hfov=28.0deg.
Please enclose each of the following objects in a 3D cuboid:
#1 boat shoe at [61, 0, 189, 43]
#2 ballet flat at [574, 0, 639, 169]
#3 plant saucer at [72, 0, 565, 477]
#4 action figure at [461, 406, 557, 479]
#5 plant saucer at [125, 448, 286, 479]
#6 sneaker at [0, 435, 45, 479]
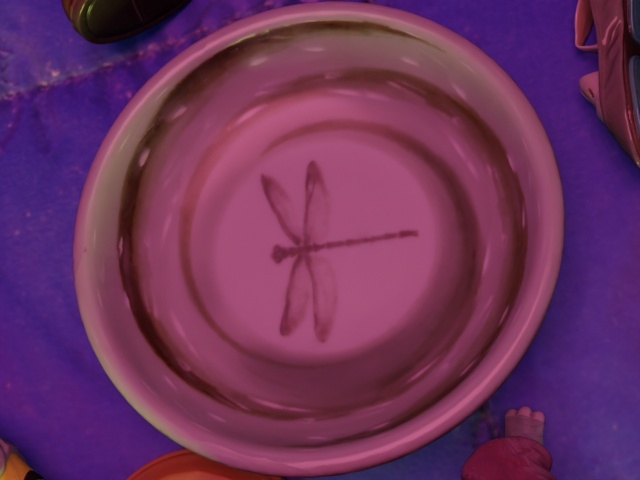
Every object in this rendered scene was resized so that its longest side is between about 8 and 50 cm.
[{"bbox_3d":[-0.136,-0.310,1.189,0.104,0.111,0.307,38,75,23],"label":"boat shoe"},{"bbox_3d":[0.249,-0.152,1.082,0.068,0.072,0.213,-12,69,38],"label":"ballet flat"},{"bbox_3d":[0.000,0.000,1.060,0.400,0.100,0.400,-4,71,12],"label":"plant saucer"},{"bbox_3d":[0.087,0.231,0.893,0.370,0.276,0.248,-16,69,11],"label":"action figure"},{"bbox_3d":[-0.100,0.267,1.046,0.200,0.037,0.200,-4,74,12],"label":"plant saucer"},{"bbox_3d":[-0.356,0.325,1.031,0.147,0.145,0.385,24,82,18],"label":"sneaker"}]
